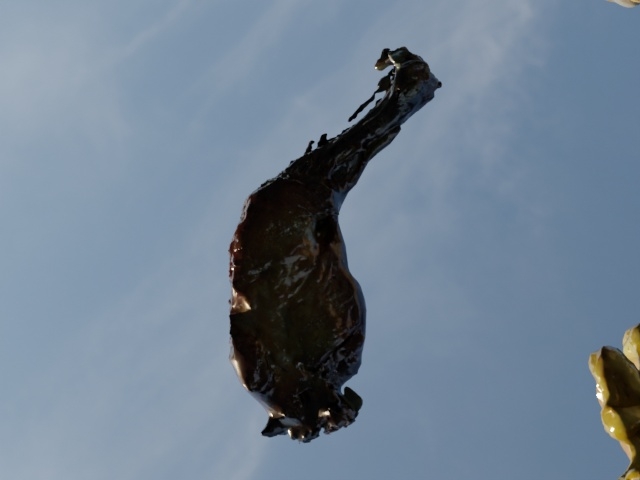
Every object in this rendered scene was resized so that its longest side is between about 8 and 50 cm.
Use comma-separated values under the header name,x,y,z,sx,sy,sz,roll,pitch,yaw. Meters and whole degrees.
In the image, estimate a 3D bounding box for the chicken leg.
name,x,y,z,sx,sy,sz,roll,pitch,yaw
chicken leg,0.000,0.000,0.767,0.106,0.051,0.253,16,-84,6

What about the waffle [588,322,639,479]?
name,x,y,z,sx,sy,sz,roll,pitch,yaw
waffle,0.317,0.150,0.830,0.309,0.065,0.283,20,-127,1

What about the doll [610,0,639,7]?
name,x,y,z,sx,sy,sz,roll,pitch,yaw
doll,0.210,-0.207,0.639,0.145,0.103,0.316,-52,-175,-14
